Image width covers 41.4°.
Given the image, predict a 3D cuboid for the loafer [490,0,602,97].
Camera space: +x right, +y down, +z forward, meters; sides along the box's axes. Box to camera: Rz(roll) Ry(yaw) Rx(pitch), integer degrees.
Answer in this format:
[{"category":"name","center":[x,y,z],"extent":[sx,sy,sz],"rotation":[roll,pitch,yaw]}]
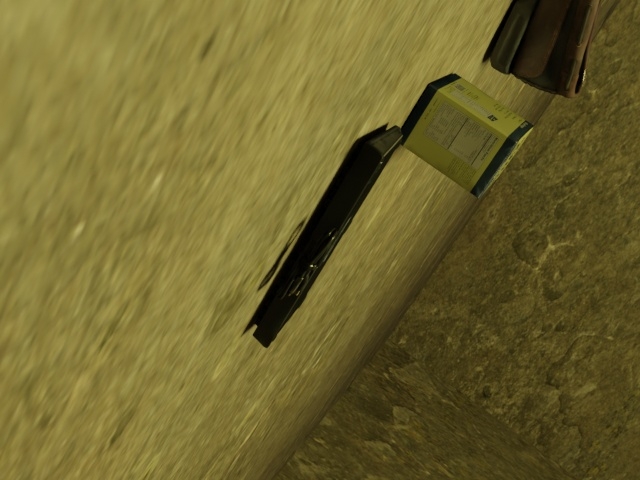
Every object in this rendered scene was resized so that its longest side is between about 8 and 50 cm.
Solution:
[{"category":"loafer","center":[0.243,-0.240,0.734],"extent":[0.109,0.095,0.302],"rotation":[-49,169,-28]}]

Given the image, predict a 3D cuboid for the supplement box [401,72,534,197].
[{"category":"supplement box","center":[0.121,-0.089,0.704],"extent":[0.056,0.083,0.083],"rotation":[-59,169,27]}]

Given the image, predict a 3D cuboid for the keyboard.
[{"category":"keyboard","center":[0.000,0.000,0.621],"extent":[0.180,0.023,0.108],"rotation":[-60,175,26]}]
